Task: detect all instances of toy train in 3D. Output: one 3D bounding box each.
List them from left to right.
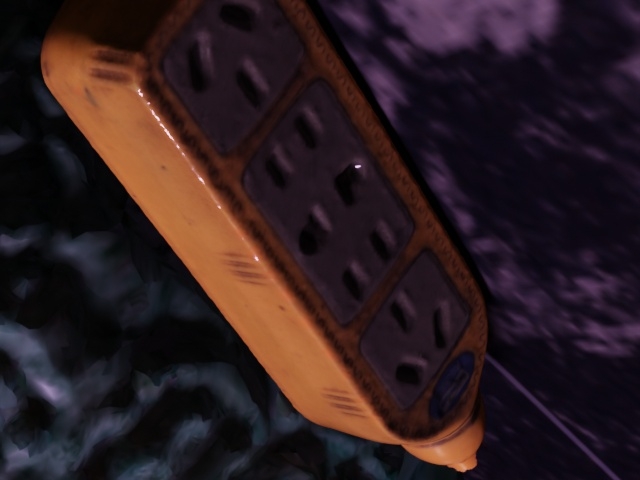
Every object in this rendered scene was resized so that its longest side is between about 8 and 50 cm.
[{"bbox_3d":[-0.107,0.038,0.539,0.299,0.167,0.238,46,150,-24],"label":"toy train"}]

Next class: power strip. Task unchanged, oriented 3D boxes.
[{"bbox_3d":[0.000,0.000,0.397,0.028,0.049,0.178,15,151,41],"label":"power strip"}]
